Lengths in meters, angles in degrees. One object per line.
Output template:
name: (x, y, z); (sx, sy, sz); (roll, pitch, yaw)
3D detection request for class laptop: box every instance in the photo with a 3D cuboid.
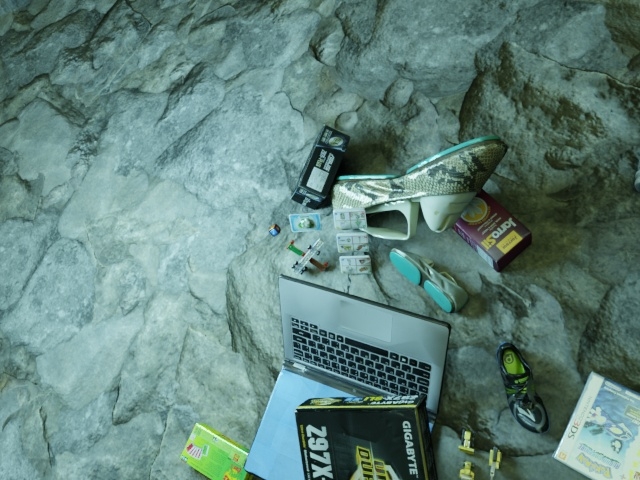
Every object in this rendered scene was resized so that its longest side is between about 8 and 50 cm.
laptop: (0.037, 0.339, 1.087); (0.381, 0.408, 0.236); (14, 37, 22)

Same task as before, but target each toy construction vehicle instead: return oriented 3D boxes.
toy construction vehicle: (0.322, 0.444, 1.055); (0.085, 0.035, 0.098); (9, 73, 24)

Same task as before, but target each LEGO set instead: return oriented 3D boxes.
LEGO set: (0.000, 0.000, 1.289); (0.244, 0.183, 0.060); (-3, 31, 11)

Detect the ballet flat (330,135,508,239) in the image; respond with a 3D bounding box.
ballet flat: (0.212, -0.095, 1.190); (0.482, 0.163, 0.182); (-9, 86, 47)

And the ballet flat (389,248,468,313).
ballet flat: (0.255, 0.083, 1.215); (0.068, 0.072, 0.213); (-32, 58, -24)

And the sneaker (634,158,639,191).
sneaker: (0.805, -0.167, 1.062); (0.280, 0.105, 0.116); (0, 70, 22)

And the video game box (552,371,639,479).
video game box: (0.575, 0.379, 0.974); (0.205, 0.048, 0.187); (24, 83, 28)

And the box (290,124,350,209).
box: (-0.003, -0.187, 1.359); (0.077, 0.147, 0.180); (24, 77, -8)

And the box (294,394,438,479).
box: (0.097, 0.473, 1.017); (0.256, 0.079, 0.323); (-8, 89, 26)

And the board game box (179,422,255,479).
board game box: (-0.240, 0.521, 1.243); (0.181, 0.043, 0.092); (18, 78, 27)

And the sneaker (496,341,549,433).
sneaker: (0.404, 0.297, 1.055); (0.067, 0.078, 0.188); (-21, 64, 13)

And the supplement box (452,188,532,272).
supplement box: (0.378, -0.034, 1.194); (0.104, 0.081, 0.188); (-42, 61, 3)
